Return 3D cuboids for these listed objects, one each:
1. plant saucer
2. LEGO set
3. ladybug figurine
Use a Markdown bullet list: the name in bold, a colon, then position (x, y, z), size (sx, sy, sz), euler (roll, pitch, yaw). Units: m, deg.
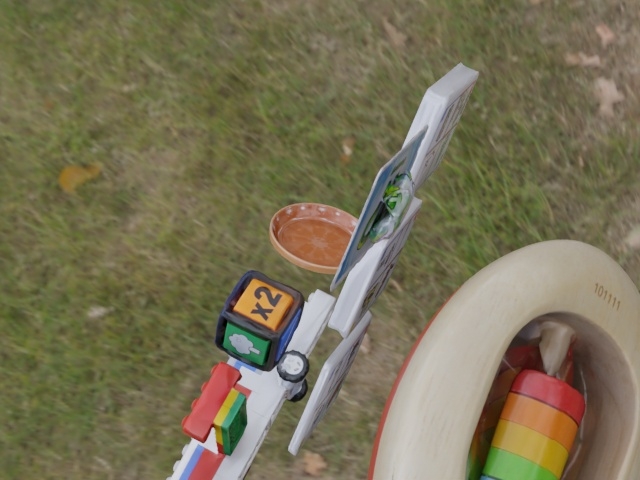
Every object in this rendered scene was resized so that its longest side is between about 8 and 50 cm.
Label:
- **plant saucer**: position (0.000, 0.000, 1.111), size (0.083, 0.083, 0.013), euler (30, 128, 21)
- **LEGO set**: position (-0.012, 0.026, 0.557), size (0.060, 0.244, 0.182), euler (25, 112, 8)
- **ladybug figurine**: position (0.176, 0.210, 1.398), size (0.162, 0.305, 0.449), euler (-8, 50, 57)
